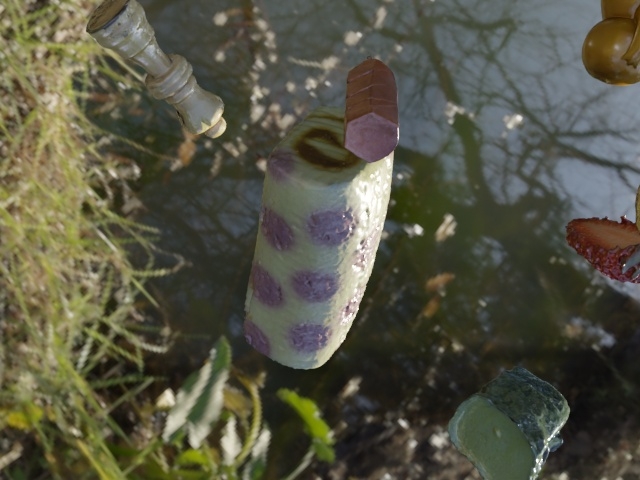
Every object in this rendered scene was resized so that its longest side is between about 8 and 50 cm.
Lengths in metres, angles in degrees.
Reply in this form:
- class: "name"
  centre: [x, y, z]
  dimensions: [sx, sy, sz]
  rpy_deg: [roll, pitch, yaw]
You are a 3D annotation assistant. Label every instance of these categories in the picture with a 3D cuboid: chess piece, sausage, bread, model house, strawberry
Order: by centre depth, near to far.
- class: "model house"
  centre: [0.155, 0.146, 0.868]
  dimensions: [0.083, 0.079, 0.066]
  rpy_deg: [-21, 147, -49]
- class: "chess piece"
  centre: [-0.153, -0.165, 1.092]
  dimensions: [0.060, 0.060, 0.172]
  rpy_deg: [-46, 123, -5]
- class: "sausage"
  centre: [0.055, -0.150, 1.223]
  dimensions: [0.065, 0.169, 0.065]
  rpy_deg: [1, 121, 2]
- class: "bread"
  centre: [0.000, 0.000, 1.481]
  dimensions: [0.187, 0.155, 0.338]
  rpy_deg: [-51, 158, -46]
- class: "strawberry"
  centre: [0.494, 0.015, 1.773]
  dimensions: [0.167, 0.208, 0.087]
  rpy_deg: [-12, 105, -9]

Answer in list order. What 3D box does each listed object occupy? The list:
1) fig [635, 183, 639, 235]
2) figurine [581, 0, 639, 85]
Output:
- class: "fig"
  centre: [0.484, -0.087, 1.392]
  dimensions: [0.159, 0.159, 0.257]
  rpy_deg: [-31, 139, -22]
- class: "figurine"
  centre: [0.517, -0.364, 1.783]
  dimensions: [0.215, 0.215, 0.228]
  rpy_deg: [-2, 90, -42]
